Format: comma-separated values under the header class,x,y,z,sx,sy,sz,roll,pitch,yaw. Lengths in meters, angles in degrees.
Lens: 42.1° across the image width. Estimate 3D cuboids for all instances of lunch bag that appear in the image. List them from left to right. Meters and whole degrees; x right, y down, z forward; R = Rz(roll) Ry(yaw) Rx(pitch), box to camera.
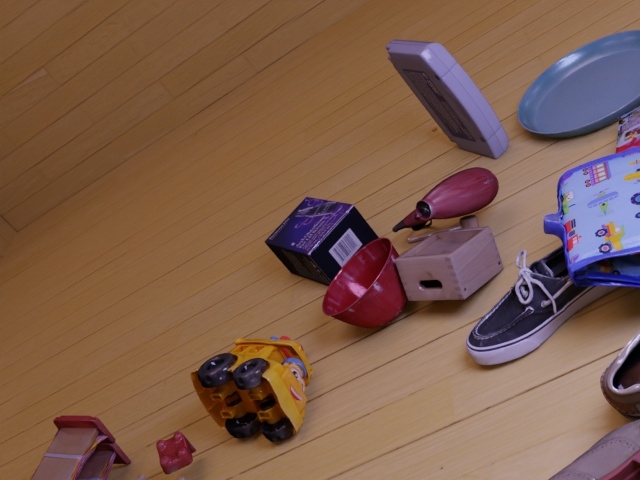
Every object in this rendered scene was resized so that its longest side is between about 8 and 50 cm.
class,x,y,z,sx,sy,sz,roll,pitch,yaw
lunch bag,0.458,-0.039,1.148,0.293,0.138,0.221,-6,40,15

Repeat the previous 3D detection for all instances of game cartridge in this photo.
class,x,y,z,sx,sy,sz,roll,pitch,yaw
game cartridge,0.269,-0.296,1.726,0.060,0.294,0.196,-44,27,-2

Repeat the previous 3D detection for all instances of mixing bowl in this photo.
class,x,y,z,sx,sy,sz,roll,pitch,yaw
mixing bowl,0.100,0.094,1.528,0.181,0.098,0.181,-45,17,17

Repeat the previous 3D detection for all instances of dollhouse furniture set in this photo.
class,x,y,z,sx,sy,sz,roll,pitch,yaw
dollhouse furniture set,-0.372,0.458,1.566,0.374,0.152,0.201,-4,39,24

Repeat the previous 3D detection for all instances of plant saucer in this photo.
class,x,y,z,sx,sy,sz,roll,pitch,yaw
plant saucer,0.550,-0.307,1.670,0.317,0.044,0.317,-30,27,17

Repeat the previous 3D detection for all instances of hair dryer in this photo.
class,x,y,z,sx,sy,sz,roll,pitch,yaw
hair dryer,0.232,-0.057,1.552,0.223,0.080,0.293,-35,-10,11

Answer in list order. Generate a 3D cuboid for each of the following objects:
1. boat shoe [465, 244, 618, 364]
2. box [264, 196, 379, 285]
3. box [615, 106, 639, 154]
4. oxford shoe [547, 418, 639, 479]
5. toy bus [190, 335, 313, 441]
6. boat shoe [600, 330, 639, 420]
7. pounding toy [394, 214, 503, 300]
class,x,y,z,sx,sy,sz,roll,pitch,yaw
boat shoe,0.341,0.072,1.266,0.306,0.105,0.113,-33,27,12
box,0.000,0.000,1.811,0.153,0.108,0.207,-48,28,-17
box,0.625,-0.209,1.338,0.293,0.057,0.201,-27,15,32
oxford shoe,0.325,0.302,0.957,0.348,0.123,0.130,-33,0,14
toy bus,-0.091,0.248,1.526,0.220,0.149,0.211,-6,25,44
boat shoe,0.475,0.112,0.996,0.302,0.103,0.113,-41,58,10
pounding toy,0.234,0.033,1.492,0.181,0.094,0.206,-7,18,48
